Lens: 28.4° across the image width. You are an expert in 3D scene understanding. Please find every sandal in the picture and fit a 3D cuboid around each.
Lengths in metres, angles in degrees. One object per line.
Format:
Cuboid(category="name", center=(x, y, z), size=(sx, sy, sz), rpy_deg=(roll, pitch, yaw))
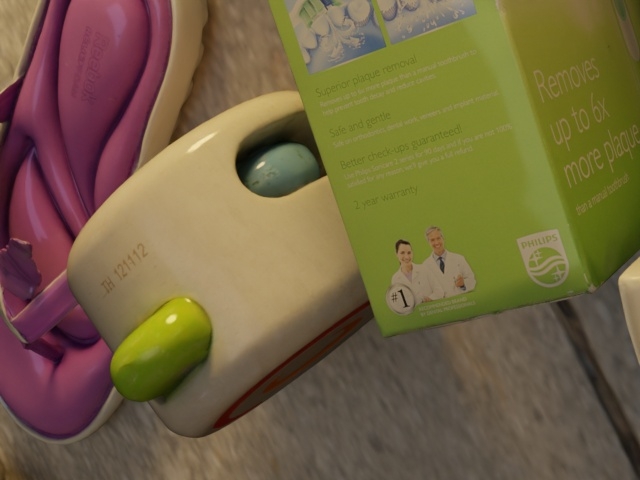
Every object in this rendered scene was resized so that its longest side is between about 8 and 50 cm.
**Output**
Cuboid(category="sandal", center=(-0.198, -0.029, 0.907), size=(0.169, 0.102, 0.416), rpy_deg=(25, 116, 22))

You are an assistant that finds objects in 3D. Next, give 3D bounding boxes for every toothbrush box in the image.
Cuboid(category="toothbrush box", center=(0.079, -0.120, 0.660), size=(0.122, 0.206, 0.283), rpy_deg=(-17, 95, 33))

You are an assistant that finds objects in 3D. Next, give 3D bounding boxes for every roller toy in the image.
Cuboid(category="roller toy", center=(-0.047, 0.010, 0.758), size=(0.191, 0.209, 0.146), rpy_deg=(-37, 81, -1))

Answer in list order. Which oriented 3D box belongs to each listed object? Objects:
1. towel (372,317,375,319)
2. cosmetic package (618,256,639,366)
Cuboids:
Cuboid(category="towel", center=(0.000, 0.000, 0.854), size=(0.152, 0.023, 0.113), rpy_deg=(-5, 100, 33))
Cuboid(category="cosmetic package", center=(0.352, 0.028, 0.545), size=(0.385, 0.217, 0.156), rpy_deg=(-10, 99, 30))
